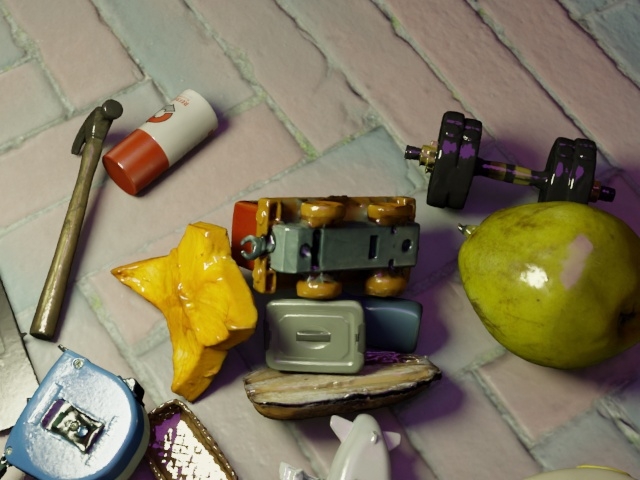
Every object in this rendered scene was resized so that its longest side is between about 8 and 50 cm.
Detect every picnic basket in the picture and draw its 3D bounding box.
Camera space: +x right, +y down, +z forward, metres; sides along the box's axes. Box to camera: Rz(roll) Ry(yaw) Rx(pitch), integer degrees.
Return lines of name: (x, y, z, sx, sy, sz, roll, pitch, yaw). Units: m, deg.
picnic basket: (-0.217, 0.354, 1.786, 0.110, 0.055, 0.193, -33, 64, -13)

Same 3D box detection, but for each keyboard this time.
keyboard: (-0.552, 0.177, 1.894, 0.106, 0.027, 0.317, -22, 63, -11)

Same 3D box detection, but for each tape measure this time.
tape measure: (-0.418, 0.352, 1.733, 0.215, 0.098, 0.351, 23, 71, 21)

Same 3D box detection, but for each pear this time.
pear: (0.383, 0.061, 1.872, 0.375, 0.287, 0.287, 31, 62, 30)

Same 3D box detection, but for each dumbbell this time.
dumbbell: (0.345, -0.123, 2.021, 0.388, 0.185, 0.185, 12, 60, 4)

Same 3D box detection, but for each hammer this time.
hammer: (-0.442, -0.036, 1.970, 0.044, 0.168, 0.440, 21, 66, -24)

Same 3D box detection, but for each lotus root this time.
lotus root: (0.038, 0.250, 1.839, 0.329, 0.078, 0.167, -5, 22, -8)

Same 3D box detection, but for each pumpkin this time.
pumpkin: (-0.219, 0.093, 1.849, 0.095, 0.258, 0.290, -4, 56, -44)

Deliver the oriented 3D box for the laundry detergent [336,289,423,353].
laundry detergent: (0.070, 0.136, 1.913, 0.206, 0.097, 0.061, 9, 32, 7)

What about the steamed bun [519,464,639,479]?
steamed bun: (0.361, 0.491, 1.591, 0.374, 0.334, 0.334, -15, 61, -16)

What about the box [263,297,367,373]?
box: (-0.003, 0.151, 1.844, 0.172, 0.093, 0.124, 2, 100, 10)

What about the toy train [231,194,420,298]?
toy train: (0.000, 0.000, 1.887, 0.369, 0.163, 0.231, -2, 12, -37)

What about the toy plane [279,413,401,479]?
toy plane: (0.055, 0.393, 1.743, 0.252, 0.118, 0.252, 10, 62, -19)

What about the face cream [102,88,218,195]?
face cream: (-0.300, -0.185, 2.077, 0.096, 0.096, 0.214, 39, 66, 18)
